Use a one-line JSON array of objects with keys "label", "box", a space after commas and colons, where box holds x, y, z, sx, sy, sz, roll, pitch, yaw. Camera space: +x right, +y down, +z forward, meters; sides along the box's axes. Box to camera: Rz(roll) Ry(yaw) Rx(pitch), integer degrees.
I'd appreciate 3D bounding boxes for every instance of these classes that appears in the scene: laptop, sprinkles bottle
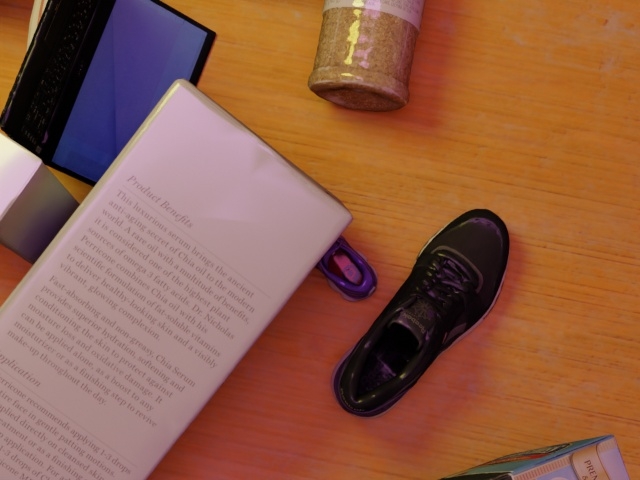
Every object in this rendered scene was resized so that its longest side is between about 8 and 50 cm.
[{"label": "laptop", "box": [-0.222, -0.181, 1.397, 0.137, 0.264, 0.234, 20, 82, 0]}, {"label": "sprinkles bottle", "box": [0.074, -0.334, 1.492, 0.121, 0.121, 0.355, 10, 82, 2]}]

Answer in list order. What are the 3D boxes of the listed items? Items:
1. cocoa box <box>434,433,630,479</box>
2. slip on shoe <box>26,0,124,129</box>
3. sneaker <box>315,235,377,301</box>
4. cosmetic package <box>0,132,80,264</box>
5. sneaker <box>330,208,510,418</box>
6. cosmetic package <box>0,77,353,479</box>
[{"label": "cocoa box", "box": [0.213, 0.401, 1.307, 0.228, 0.231, 0.347, -15, 82, -22]}, {"label": "slip on shoe", "box": [-0.272, -0.265, 1.492, 0.101, 0.123, 0.331, 14, 77, -2]}, {"label": "sneaker", "box": [0.000, 0.000, 1.471, 0.170, 0.071, 0.068, 38, 84, 6]}, {"label": "cosmetic package", "box": [-0.448, -0.119, 1.383, 0.377, 0.284, 0.097, 33, 83, 4]}, {"label": "sneaker", "box": [0.124, 0.083, 1.431, 0.107, 0.124, 0.283, 36, 83, 5]}, {"label": "cosmetic package", "box": [-0.198, 0.073, 1.361, 0.230, 0.161, 0.453, 38, 93, -9]}]
